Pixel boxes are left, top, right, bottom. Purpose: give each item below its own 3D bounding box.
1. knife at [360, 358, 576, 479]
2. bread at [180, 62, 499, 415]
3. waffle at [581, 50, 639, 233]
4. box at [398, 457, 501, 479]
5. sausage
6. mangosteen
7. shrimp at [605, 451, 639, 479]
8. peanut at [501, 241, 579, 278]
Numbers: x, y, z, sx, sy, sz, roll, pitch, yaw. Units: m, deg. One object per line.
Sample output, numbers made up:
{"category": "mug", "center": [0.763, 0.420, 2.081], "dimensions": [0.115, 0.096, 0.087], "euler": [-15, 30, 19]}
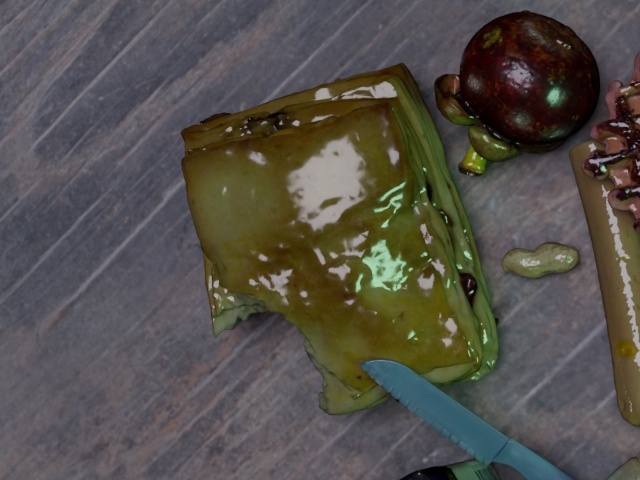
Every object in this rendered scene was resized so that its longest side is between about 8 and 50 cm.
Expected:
{"category": "knife", "center": [0.173, 0.207, 1.395], "dimensions": [0.313, 0.019, 0.044], "euler": [36, 111, -2]}
{"category": "bread", "center": [0.000, 0.000, 1.473], "dimensions": [0.314, 0.191, 0.370], "euler": [-15, 77, 18]}
{"category": "waffle", "center": [0.382, -0.096, 1.383], "dimensions": [0.221, 0.055, 0.234], "euler": [30, 76, 14]}
{"category": "box", "center": [0.082, 0.282, 1.351], "dimensions": [0.168, 0.259, 0.071], "euler": [-34, 73, 12]}
{"category": "sausage", "center": [0.310, 0.040, 1.407], "dimensions": [0.065, 0.066, 0.301], "euler": [-12, 77, 20]}
{"category": "mangosteen", "center": [0.207, -0.155, 1.459], "dimensions": [0.156, 0.181, 0.146], "euler": [35, 52, 7]}
{"category": "shrimp", "center": [0.306, 0.308, 1.361], "dimensions": [0.145, 0.059, 0.254], "euler": [41, 92, -8]}
{"category": "peanut", "center": [0.231, 0.022, 1.458], "dimensions": [0.083, 0.037, 0.037], "euler": [-8, 78, 18]}
